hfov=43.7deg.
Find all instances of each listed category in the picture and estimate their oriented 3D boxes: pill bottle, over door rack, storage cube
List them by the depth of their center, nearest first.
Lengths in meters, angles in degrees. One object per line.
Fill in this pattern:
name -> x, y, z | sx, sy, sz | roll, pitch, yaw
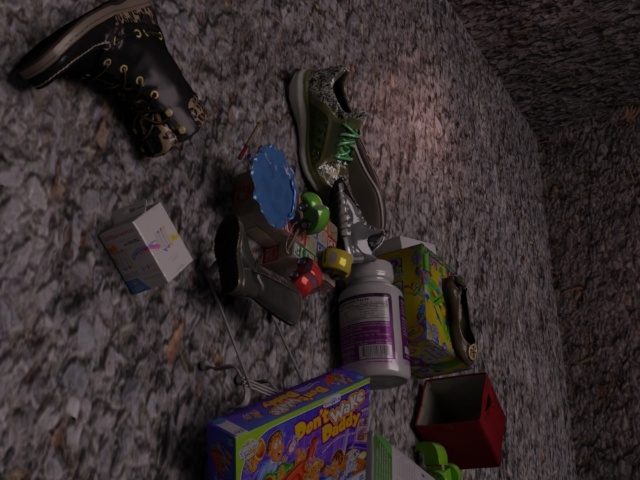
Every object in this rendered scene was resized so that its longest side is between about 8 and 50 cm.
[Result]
over door rack -> -0.134, 0.224, 1.609 | 0.239, 0.108, 0.324 | 35, 32, -48
pill bottle -> 0.129, 0.206, 1.979 | 0.169, 0.169, 0.301 | 31, 50, -50
storage cube -> 0.399, 0.510, 2.238 | 0.193, 0.215, 0.183 | 63, 30, -28

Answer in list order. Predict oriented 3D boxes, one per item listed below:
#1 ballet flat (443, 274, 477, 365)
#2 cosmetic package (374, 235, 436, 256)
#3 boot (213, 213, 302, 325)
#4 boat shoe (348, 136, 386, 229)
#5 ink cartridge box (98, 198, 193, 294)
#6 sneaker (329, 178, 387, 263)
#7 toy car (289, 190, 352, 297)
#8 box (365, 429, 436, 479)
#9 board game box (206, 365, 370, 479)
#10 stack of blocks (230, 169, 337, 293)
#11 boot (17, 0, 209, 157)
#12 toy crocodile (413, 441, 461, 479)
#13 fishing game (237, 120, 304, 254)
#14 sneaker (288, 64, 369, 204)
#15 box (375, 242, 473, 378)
ballet flat -> 0.389, 0.214, 2.170 | 0.084, 0.058, 0.250 | 9, 68, -58
cosmetic package -> 0.250, 0.037, 2.346 | 0.239, 0.099, 0.060 | 11, 65, -57
boot -> -0.118, 0.062, 1.609 | 0.208, 0.076, 0.189 | 23, 55, -46
boat shoe -> 0.120, -0.167, 2.223 | 0.095, 0.112, 0.335 | -15, 85, -56
ink cartridge box -> -0.313, 0.006, 1.414 | 0.143, 0.092, 0.090 | 62, 32, -15
sneaker -> 0.098, -0.044, 2.000 | 0.132, 0.086, 0.228 | 0, 70, -17
toy car -> 0.000, 0.000, 1.779 | 0.239, 0.053, 0.225 | -18, 100, -57
box -> 0.197, 0.621, 1.862 | 0.322, 0.058, 0.232 | 45, 31, -29
board game box -> -0.052, 0.399, 1.487 | 0.347, 0.078, 0.233 | -14, 111, -45
stack of blocks -> -0.078, -0.018, 1.830 | 0.297, 0.087, 0.171 | 41, 42, -43
boot -> -0.357, -0.283, 1.461 | 0.284, 0.138, 0.377 | 60, 26, -21
toy crocodile -> 0.321, 0.705, 2.123 | 0.115, 0.105, 0.340 | 1, 79, -60
fishing game -> -0.104, -0.116, 1.710 | 0.264, 0.041, 0.189 | 62, 32, -34
sneaker -> 0.043, -0.277, 2.077 | 0.158, 0.182, 0.410 | -9, 83, -60
box -> 0.281, 0.205, 2.229 | 0.290, 0.177, 0.279 | 36, 45, -47
